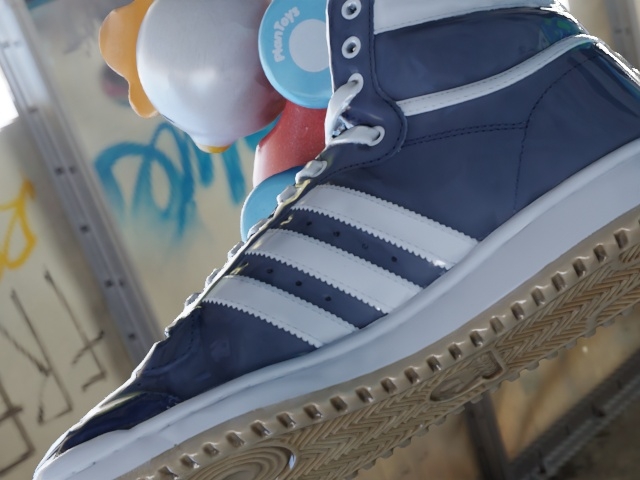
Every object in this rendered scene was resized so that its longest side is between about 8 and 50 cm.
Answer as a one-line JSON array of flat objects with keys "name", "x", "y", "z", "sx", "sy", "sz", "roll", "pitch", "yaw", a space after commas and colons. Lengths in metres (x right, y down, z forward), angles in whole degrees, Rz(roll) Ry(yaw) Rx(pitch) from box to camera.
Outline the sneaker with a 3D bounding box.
[{"name": "sneaker", "x": 0.000, "y": 0.000, "z": 0.457, "sx": 0.282, "sy": 0.099, "sz": 0.153, "roll": -29, "pitch": -117, "yaw": 0}]

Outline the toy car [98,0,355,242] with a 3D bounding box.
[{"name": "toy car", "x": -0.043, "y": -0.096, "z": 0.788, "sx": 0.238, "sy": 0.210, "sz": 0.219, "roll": 13, "pitch": -163, "yaw": 21}]
